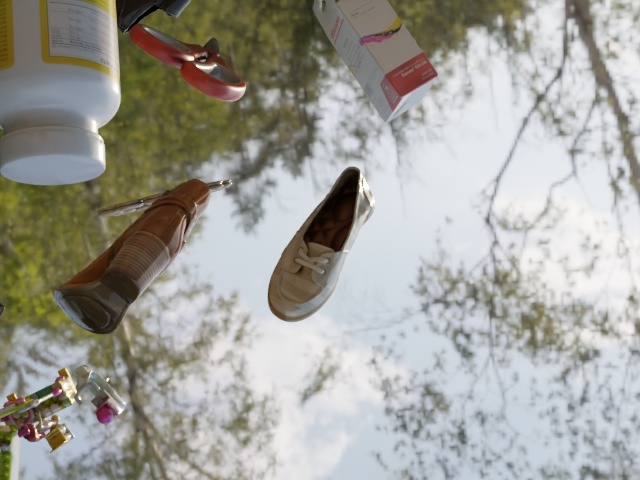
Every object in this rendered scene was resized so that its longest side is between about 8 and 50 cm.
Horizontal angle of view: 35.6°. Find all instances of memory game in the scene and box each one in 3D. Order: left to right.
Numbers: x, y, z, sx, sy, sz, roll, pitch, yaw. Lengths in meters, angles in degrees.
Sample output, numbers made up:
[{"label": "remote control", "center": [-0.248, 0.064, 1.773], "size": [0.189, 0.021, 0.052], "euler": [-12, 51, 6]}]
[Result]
[{"label": "memory game", "center": [-0.207, -0.055, 1.324], "size": [0.186, 0.012, 0.186], "euler": [-13, -177, 1]}]

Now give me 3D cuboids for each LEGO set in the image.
[{"label": "LEGO set", "center": [-0.379, 0.265, 1.229], "size": [0.132, 0.287, 0.107], "euler": [42, -169, 5]}]

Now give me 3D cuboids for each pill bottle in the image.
[{"label": "pill bottle", "center": [-0.201, -0.139, 0.734], "size": [0.103, 0.184, 0.103], "euler": [-5, 168, -1]}]

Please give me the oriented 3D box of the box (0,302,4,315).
[{"label": "box", "center": [-0.346, 0.036, 0.831], "size": [0.094, 0.027, 0.137], "euler": [39, -164, 32]}]

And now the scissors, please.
[{"label": "scissors", "center": [-0.101, -0.171, 0.970], "size": [0.109, 0.021, 0.297], "euler": [31, -168, 3]}]

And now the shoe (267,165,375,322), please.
[{"label": "shoe", "center": [0.000, 0.000, 1.158], "size": [0.076, 0.058, 0.219], "euler": [19, -127, 16]}]

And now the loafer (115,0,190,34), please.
[{"label": "loafer", "center": [-0.225, -0.378, 1.517], "size": [0.220, 0.078, 0.080], "euler": [-23, -175, 6]}]

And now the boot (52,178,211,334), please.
[{"label": "boot", "center": [-0.198, 0.017, 1.075], "size": [0.197, 0.073, 0.152], "euler": [-24, -155, 48]}]

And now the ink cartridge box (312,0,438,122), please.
[{"label": "ink cartridge box", "center": [0.071, -0.273, 1.372], "size": [0.067, 0.198, 0.115], "euler": [-33, 175, -12]}]
